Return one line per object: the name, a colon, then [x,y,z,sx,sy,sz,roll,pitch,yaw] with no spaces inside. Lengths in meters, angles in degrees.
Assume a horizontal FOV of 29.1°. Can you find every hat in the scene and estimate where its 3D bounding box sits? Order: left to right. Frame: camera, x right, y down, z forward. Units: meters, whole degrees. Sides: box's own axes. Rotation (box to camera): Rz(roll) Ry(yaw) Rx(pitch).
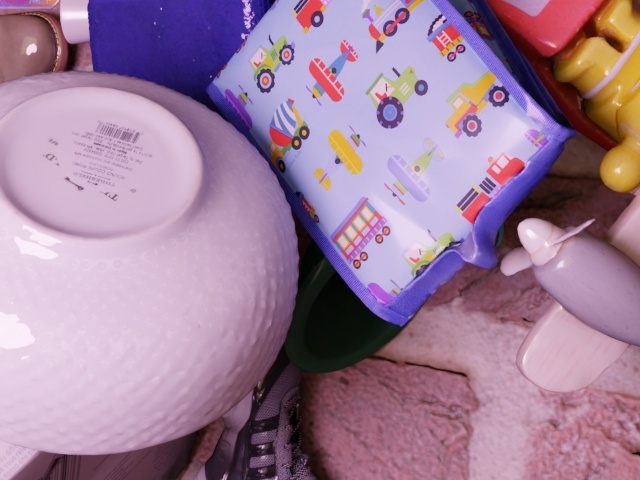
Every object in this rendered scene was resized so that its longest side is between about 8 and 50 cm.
hat: [0.000,0.000,1.208,0.208,0.173,0.183,-30,51,-22]

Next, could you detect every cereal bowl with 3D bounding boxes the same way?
cereal bowl: [-0.178,-0.014,0.949,0.339,0.339,0.141,32,142,15]

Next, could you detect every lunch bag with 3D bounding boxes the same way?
lunch bag: [0.065,-0.094,1.013,0.221,0.138,0.293,-48,52,26]

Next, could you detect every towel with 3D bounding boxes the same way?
towel: [-0.132,-0.238,1.209,0.227,0.076,0.308,5,105,33]

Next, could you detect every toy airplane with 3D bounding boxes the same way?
toy airplane: [0.327,-0.081,1.007,0.384,0.272,0.386,-5,80,7]

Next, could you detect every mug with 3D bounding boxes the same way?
mug: [-0.234,-0.247,1.299,0.064,0.062,0.078,1,96,9]

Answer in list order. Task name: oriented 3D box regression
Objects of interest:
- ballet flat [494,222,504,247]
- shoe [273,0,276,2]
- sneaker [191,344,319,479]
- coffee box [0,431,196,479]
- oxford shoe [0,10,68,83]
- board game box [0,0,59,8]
ballet flat: [0.096,-0.133,1.166,0.106,0.107,0.316,-6,78,-11]
shoe: [-0.098,-0.257,1.254,0.177,0.063,0.081,15,91,13]
sneaker: [-0.030,0.211,1.212,0.153,0.101,0.269,25,103,15]
coffee box: [-0.325,0.127,1.114,0.334,0.337,0.338,33,139,15]
oxford shoe: [-0.437,-0.161,1.322,0.348,0.130,0.123,-19,84,16]
board game box: [-0.346,-0.322,1.348,0.168,0.033,0.133,4,91,17]
